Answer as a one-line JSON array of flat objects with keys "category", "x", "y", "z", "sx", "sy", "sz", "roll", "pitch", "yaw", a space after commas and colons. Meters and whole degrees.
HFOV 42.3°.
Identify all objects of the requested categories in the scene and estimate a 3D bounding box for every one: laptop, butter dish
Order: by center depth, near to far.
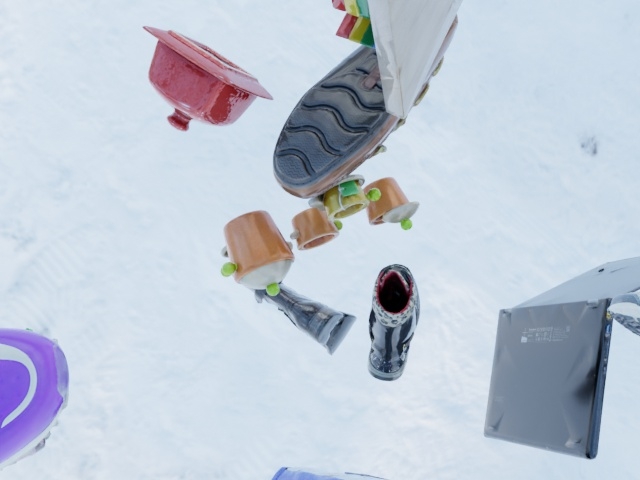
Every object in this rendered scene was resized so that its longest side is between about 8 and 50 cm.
[{"category": "butter dish", "x": -0.172, "y": -0.205, "z": 1.140, "sx": 0.160, "sy": 0.160, "sz": 0.118, "roll": 34, "pitch": 101, "yaw": 17}, {"category": "laptop", "x": 0.514, "y": 0.195, "z": 1.533, "sx": 0.237, "sy": 0.382, "sz": 0.407, "roll": 13, "pitch": 79, "yaw": -13}]

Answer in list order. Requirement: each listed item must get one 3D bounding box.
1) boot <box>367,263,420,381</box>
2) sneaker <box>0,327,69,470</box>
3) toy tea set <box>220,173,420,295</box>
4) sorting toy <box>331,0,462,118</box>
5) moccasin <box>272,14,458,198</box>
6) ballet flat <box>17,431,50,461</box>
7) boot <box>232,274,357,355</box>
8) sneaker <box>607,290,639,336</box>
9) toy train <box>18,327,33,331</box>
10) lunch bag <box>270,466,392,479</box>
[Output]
[{"category": "boot", "x": 0.128, "y": 0.093, "z": 1.378, "sx": 0.085, "sy": 0.178, "sz": 0.236, "roll": 8, "pitch": 48, "yaw": 7}, {"category": "sneaker", "x": -0.315, "y": 0.120, "z": 0.524, "sx": 0.294, "sy": 0.146, "sz": 0.102, "roll": -13, "pitch": 77, "yaw": -4}, {"category": "toy tea set", "x": 0.000, "y": 0.000, "z": 1.277, "sx": 0.336, "sy": 0.200, "sz": 0.124, "roll": -22, "pitch": 77, "yaw": -1}, {"category": "sorting toy", "x": 0.095, "y": -0.306, "z": 0.886, "sx": 0.089, "sy": 0.255, "sz": 0.257, "roll": 22, "pitch": 76, "yaw": 15}, {"category": "moccasin", "x": 0.066, "y": -0.202, "z": 1.212, "sx": 0.139, "sy": 0.147, "sz": 0.380, "roll": 26, "pitch": 65, "yaw": 16}, {"category": "ballet flat", "x": -0.352, "y": 0.149, "z": 0.825, "sx": 0.221, "sy": 0.079, "sz": 0.076, "roll": 33, "pitch": 131, "yaw": 38}, {"category": "boot", "x": -0.055, "y": 0.118, "z": 1.617, "sx": 0.229, "sy": 0.263, "sz": 0.091, "roll": 32, "pitch": 83, "yaw": 19}, {"category": "sneaker", "x": 0.533, "y": 0.080, "z": 1.134, "sx": 0.283, "sy": 0.110, "sz": 0.122, "roll": -6, "pitch": 57, "yaw": 53}, {"category": "toy train", "x": -0.249, "y": 0.091, "z": 0.694, "sx": 0.024, "sy": 0.083, "sz": 0.017, "roll": -3, "pitch": 101, "yaw": -26}, {"category": "lunch bag", "x": 0.115, "y": 0.517, "z": 1.328, "sx": 0.239, "sy": 0.328, "sz": 0.385, "roll": -46, "pitch": 105, "yaw": -29}]
